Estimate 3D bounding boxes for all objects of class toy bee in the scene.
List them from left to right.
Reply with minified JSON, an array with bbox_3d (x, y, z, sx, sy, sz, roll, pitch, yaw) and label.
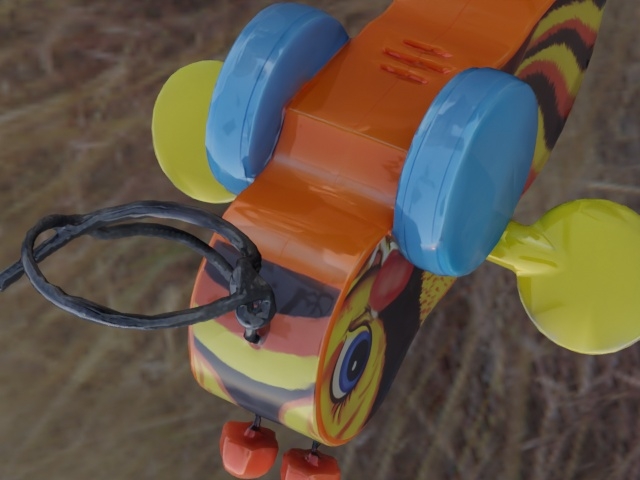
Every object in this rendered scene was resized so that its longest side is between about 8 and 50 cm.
[{"bbox_3d":[0.000,0.000,0.626,0.195,0.298,0.162,39,137,38],"label":"toy bee"}]
